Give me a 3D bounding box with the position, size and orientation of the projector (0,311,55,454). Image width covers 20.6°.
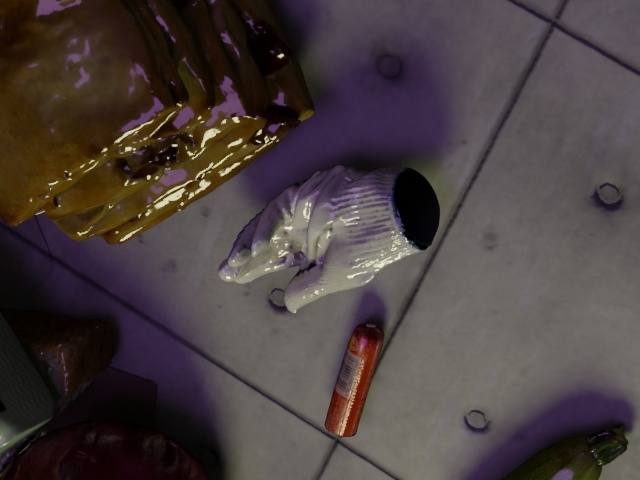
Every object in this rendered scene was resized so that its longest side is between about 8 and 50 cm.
[{"bbox_3d":[-0.408,0.124,1.749,0.198,0.108,0.250,-36,86,29],"label":"projector"}]

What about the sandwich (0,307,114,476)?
[{"bbox_3d":[-0.349,0.184,1.851,0.288,0.099,0.254,6,105,25],"label":"sandwich"}]

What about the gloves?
[{"bbox_3d":[0.005,-0.003,1.596,0.229,0.097,0.119,-18,100,27],"label":"gloves"}]

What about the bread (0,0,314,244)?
[{"bbox_3d":[-0.224,-0.178,1.569,0.314,0.191,0.370,-33,95,35],"label":"bread"}]

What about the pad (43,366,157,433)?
[{"bbox_3d":[-0.258,0.171,1.864,0.187,0.006,0.113,17,119,19],"label":"pad"}]

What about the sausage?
[{"bbox_3d":[0.034,0.128,1.681,0.034,0.034,0.129,23,122,15],"label":"sausage"}]

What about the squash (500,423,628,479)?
[{"bbox_3d":[0.186,0.250,1.644,0.066,0.066,0.252,45,124,1],"label":"squash"}]

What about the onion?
[{"bbox_3d":[-0.220,0.295,1.786,0.246,0.190,0.246,5,126,6],"label":"onion"}]
